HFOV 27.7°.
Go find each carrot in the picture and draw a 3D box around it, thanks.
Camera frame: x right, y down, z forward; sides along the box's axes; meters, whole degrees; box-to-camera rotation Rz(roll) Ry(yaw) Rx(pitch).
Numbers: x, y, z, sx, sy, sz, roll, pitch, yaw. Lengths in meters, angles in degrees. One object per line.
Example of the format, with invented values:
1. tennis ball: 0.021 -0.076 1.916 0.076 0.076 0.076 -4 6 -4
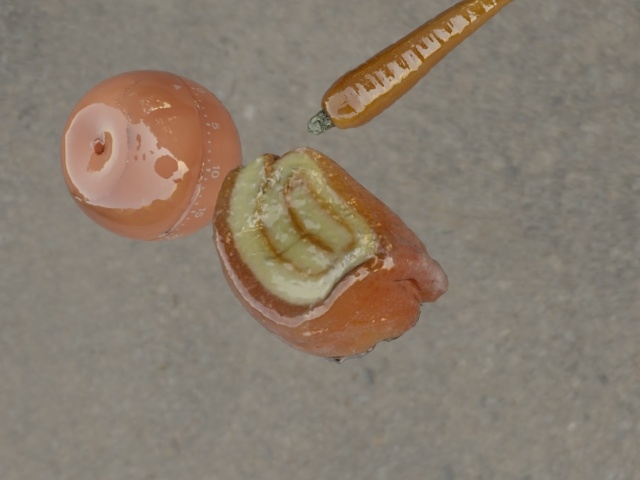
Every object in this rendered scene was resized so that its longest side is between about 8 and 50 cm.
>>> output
1. carrot: 0.121 -0.228 1.577 0.336 0.069 0.069 -36 77 -4

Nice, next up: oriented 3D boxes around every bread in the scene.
1. bread: -0.010 0.007 1.360 0.190 0.123 0.244 -40 58 -7

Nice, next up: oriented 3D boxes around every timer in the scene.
1. timer: -0.222 -0.112 1.719 0.229 0.214 0.230 -3 85 37
